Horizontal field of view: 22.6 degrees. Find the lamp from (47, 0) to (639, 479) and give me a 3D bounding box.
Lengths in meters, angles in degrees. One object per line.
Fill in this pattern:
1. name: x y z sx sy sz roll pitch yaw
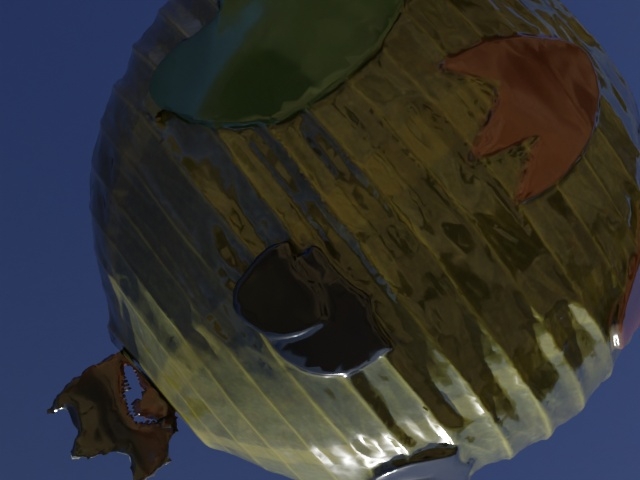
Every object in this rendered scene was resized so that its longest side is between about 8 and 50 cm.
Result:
1. lamp: 0.000 0.000 0.681 0.284 0.250 0.250 -38 -80 -1
